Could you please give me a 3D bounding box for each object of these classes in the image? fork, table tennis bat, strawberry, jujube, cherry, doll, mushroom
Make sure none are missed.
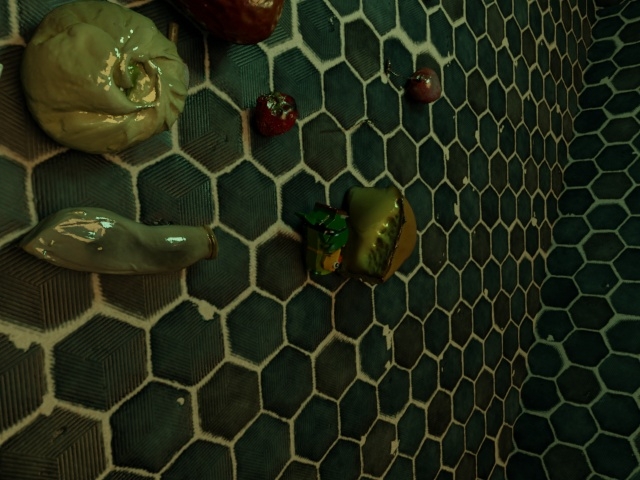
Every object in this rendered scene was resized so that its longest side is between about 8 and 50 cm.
[{"bbox_3d":[0.087,-0.316,1.336,0.235,0.039,0.021,-17,99,-42],"label":"fork"},{"bbox_3d":[-0.292,-0.344,0.954,0.087,0.013,0.156,6,89,-44],"label":"table tennis bat"},{"bbox_3d":[-0.101,-0.281,1.103,0.106,0.106,0.106,-2,92,-46],"label":"strawberry"},{"bbox_3d":[-0.193,-0.490,0.940,0.255,0.190,0.189,17,79,-34],"label":"jujube"},{"bbox_3d":[0.292,-0.499,1.510,0.226,0.090,0.107,28,83,-34],"label":"cherry"},{"bbox_3d":[0.006,-0.003,1.206,0.134,0.106,0.186,-28,127,-37],"label":"doll"},{"bbox_3d":[-0.331,0.007,0.868,0.351,0.097,0.109,9,87,-50],"label":"mushroom"}]

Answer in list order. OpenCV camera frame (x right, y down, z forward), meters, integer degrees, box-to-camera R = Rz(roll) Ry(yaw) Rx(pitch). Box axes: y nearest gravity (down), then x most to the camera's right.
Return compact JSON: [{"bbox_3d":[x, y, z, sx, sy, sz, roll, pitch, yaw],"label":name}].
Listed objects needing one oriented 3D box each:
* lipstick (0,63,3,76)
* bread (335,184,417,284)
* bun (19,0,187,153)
[{"bbox_3d":[-0.519,-0.117,0.676,0.077,0.076,0.289,19,80,-47],"label":"lipstick"},{"bbox_3d":[0.159,-0.011,1.298,0.163,0.204,0.261,18,81,-42],"label":"bread"},{"bbox_3d":[-0.338,-0.270,0.803,0.259,0.160,0.259,1,89,-44],"label":"bun"}]
